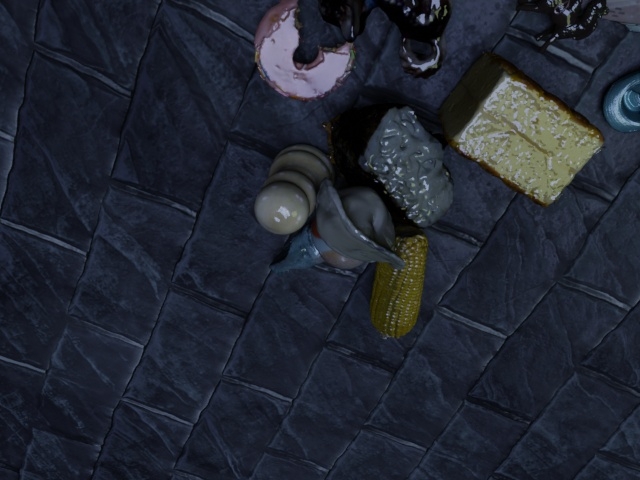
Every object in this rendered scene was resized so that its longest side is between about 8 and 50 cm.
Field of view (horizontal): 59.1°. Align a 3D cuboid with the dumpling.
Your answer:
[{"bbox_3d":[0.105,-0.024,1.255,0.243,0.227,0.175,9,109,-30],"label":"dumpling"}]

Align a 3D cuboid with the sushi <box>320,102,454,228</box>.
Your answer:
[{"bbox_3d":[0.182,-0.187,1.357,0.234,0.208,0.348,-48,123,-14],"label":"sushi"}]

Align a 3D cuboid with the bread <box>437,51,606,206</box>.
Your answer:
[{"bbox_3d":[0.434,-0.258,1.267,0.279,0.279,0.207,31,116,-10],"label":"bread"}]

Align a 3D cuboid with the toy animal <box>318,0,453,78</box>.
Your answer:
[{"bbox_3d":[0.129,-0.510,1.193,0.345,0.194,0.302,8,112,4],"label":"toy animal"}]

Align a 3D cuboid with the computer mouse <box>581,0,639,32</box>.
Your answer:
[{"bbox_3d":[0.690,-0.547,1.196,0.389,0.115,0.199,6,114,-2],"label":"computer mouse"}]

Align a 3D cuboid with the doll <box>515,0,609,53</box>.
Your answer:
[{"bbox_3d":[0.530,-0.493,1.228,0.165,0.057,0.139,-16,118,39],"label":"doll"}]

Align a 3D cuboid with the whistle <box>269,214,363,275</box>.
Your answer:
[{"bbox_3d":[0.000,0.000,1.476,0.348,0.189,0.189,-20,115,25],"label":"whistle"}]

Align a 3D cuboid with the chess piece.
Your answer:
[{"bbox_3d":[-0.070,-0.116,1.332,0.167,0.299,0.167,4,114,10],"label":"chess piece"}]

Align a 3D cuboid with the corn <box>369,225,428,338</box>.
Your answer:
[{"bbox_3d":[0.209,0.113,1.507,0.144,0.144,0.387,3,130,1],"label":"corn"}]

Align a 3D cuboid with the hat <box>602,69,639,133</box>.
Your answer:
[{"bbox_3d":[0.765,-0.337,1.323,0.191,0.078,0.138,-24,107,34],"label":"hat"}]

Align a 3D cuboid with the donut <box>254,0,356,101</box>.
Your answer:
[{"bbox_3d":[-0.044,-0.428,1.301,0.233,0.085,0.199,37,112,-16],"label":"donut"}]
